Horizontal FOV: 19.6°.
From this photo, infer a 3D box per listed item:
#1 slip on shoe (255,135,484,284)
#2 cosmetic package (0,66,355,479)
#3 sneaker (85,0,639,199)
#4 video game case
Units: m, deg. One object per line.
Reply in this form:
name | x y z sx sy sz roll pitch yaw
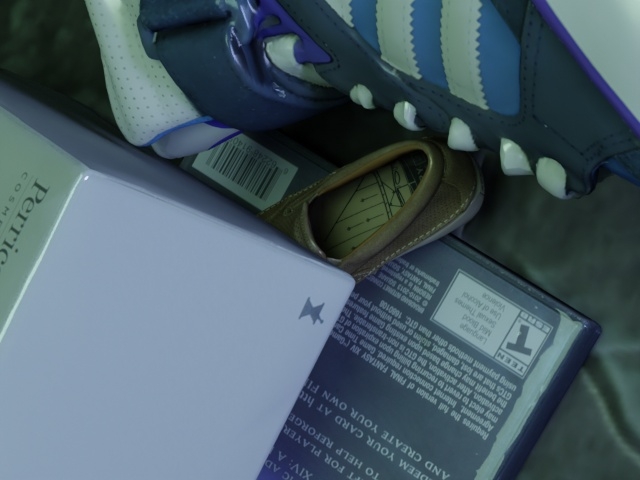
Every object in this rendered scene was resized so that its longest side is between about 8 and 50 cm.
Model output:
slip on shoe | 0.000 0.000 0.732 0.135 0.041 0.051 -26 71 20
cosmetic package | -0.140 0.056 0.727 0.224 0.138 0.224 31 96 48
sneaker | 0.036 -0.073 0.663 0.323 0.130 0.236 50 134 6
video game case | -0.034 0.104 0.769 0.196 0.026 0.274 33 97 27
